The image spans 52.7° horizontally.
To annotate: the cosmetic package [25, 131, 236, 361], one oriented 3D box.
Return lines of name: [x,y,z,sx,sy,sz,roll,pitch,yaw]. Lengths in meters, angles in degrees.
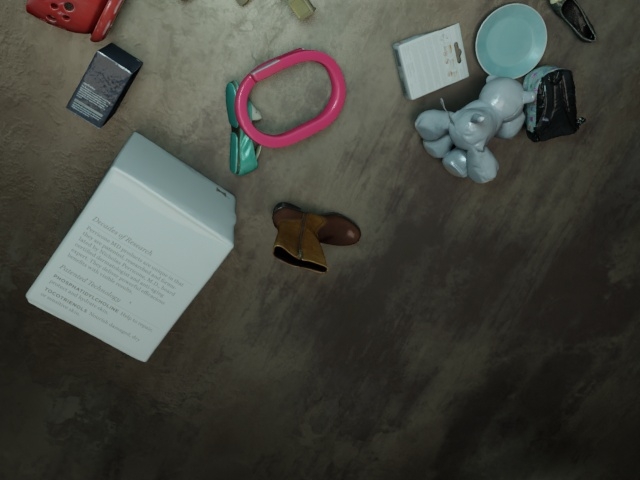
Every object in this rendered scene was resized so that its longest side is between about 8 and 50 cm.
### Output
cosmetic package: [-0.450,0.009,1.616,0.327,0.329,0.394,34,106,-18]

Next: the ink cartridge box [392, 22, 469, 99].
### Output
ink cartridge box: [0.284,-0.461,1.658,0.179,0.045,0.146,-25,115,-15]

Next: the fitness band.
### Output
fitness band: [-0.074,-0.353,1.608,0.290,0.054,0.209,-28,119,-14]

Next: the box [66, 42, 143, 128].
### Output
box: [-0.509,-0.370,1.533,0.093,0.156,0.158,32,107,-17]

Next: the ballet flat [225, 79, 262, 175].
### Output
ballet flat: [-0.193,-0.290,1.658,0.087,0.083,0.247,-13,118,-27]

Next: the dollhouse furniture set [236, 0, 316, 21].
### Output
dollhouse furniture set: [-0.118,-0.592,1.533,0.160,0.101,0.182,-24,118,32]

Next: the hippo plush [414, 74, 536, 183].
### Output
hippo plush: [0.397,-0.322,1.653,0.236,0.234,0.294,-47,144,-15]

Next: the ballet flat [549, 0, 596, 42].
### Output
ballet flat: [0.643,-0.570,1.633,0.173,0.049,0.057,38,104,-20]

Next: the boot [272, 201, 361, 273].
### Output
boot: [0.000,0.000,1.688,0.264,0.280,0.096,24,110,-16]

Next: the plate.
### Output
plate: [0.486,-0.509,1.657,0.188,0.024,0.188,-2,115,-5]

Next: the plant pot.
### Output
plant pot: [-0.533,-0.548,1.436,0.174,0.191,0.191,28,108,-24]

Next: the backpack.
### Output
backpack: [0.595,-0.362,1.687,0.151,0.115,0.182,-17,114,-11]
